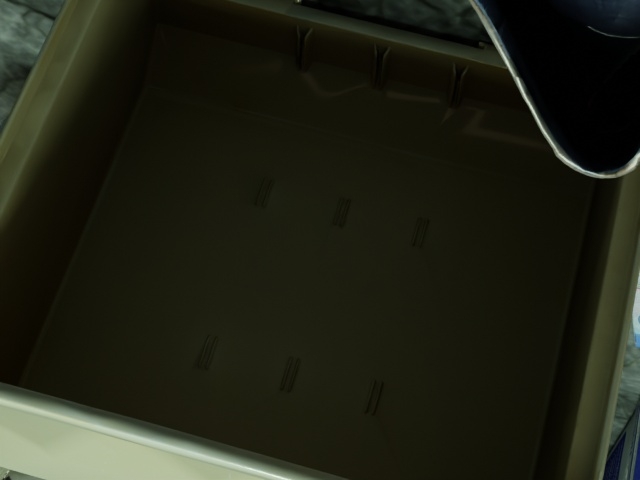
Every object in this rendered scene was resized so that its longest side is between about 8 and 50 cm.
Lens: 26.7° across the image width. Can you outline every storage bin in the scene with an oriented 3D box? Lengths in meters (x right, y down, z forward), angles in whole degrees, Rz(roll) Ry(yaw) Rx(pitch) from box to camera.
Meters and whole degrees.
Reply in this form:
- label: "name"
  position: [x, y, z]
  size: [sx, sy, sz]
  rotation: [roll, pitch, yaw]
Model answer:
- label: "storage bin"
  position: [0.000, 0.000, 0.596]
  size: [0.262, 0.260, 0.123]
  rotation: [14, 152, 6]

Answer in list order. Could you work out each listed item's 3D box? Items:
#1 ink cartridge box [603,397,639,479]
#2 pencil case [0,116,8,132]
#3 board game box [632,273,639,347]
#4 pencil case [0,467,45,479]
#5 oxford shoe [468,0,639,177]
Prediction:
- label: "ink cartridge box"
  position: [0.231, 0.250, 1.034]
  size: [0.065, 0.165, 0.332]
  rotation: [13, 154, 7]
- label: "pencil case"
  position: [-0.071, 0.013, 0.781]
  size: [0.273, 0.124, 0.113]
  rotation: [15, 153, 4]
- label: "board game box"
  position: [0.171, -0.005, 0.671]
  size: [0.020, 0.090, 0.090]
  rotation: [8, 152, 22]
- label: "pencil case"
  position: [-0.252, 0.339, 1.463]
  size: [0.183, 0.160, 0.410]
  rotation: [31, 160, 13]
- label: "oxford shoe"
  position: [0.077, -0.156, 0.395]
  size: [0.130, 0.132, 0.363]
  rotation: [4, 150, 27]
